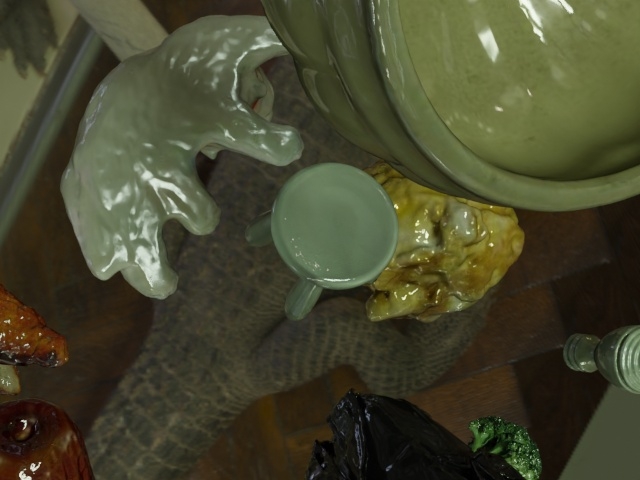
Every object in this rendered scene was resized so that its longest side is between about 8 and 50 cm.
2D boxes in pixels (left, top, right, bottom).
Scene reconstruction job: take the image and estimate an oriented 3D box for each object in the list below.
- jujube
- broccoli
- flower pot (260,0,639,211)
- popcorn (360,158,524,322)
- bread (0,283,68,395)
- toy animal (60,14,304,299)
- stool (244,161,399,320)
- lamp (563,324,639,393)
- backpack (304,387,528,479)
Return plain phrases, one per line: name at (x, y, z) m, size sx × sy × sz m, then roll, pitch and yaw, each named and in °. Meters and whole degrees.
jujube at (-0.318, 0.279, 0.994) m, size 0.190 × 0.190 × 0.255 m, roll 35°, pitch 134°, yaw 24°
broccoli at (0.346, 0.438, 1.848) m, size 0.195 × 0.156 × 0.195 m, roll 37°, pitch 138°, yaw 42°
flower pot at (0.081, -0.187, 0.465) m, size 0.307 × 0.307 × 0.244 m, roll -56°, pitch 39°, yaw 5°
popcorn at (0.209, -0.025, 1.909) m, size 0.354 × 0.390 × 0.344 m, roll 46°, pitch 131°, yaw -4°
bread at (-0.299, 0.014, 0.662) m, size 0.139 × 0.269 × 0.095 m, roll -22°, pitch 39°, yaw 46°
toy animal at (-0.163, -0.094, 1.071) m, size 0.188 × 0.266 × 0.308 m, roll -174°, pitch 83°, yaw -66°
stool at (0.000, 0.000, 1.472) m, size 0.195 × 0.199 × 0.195 m, roll -25°, pitch 82°, yaw -21°
lamp at (0.470, 0.187, 1.509) m, size 0.193 × 0.106 × 0.106 m, roll -7°, pitch 74°, yaw 64°
backpack at (0.153, 0.447, 1.520) m, size 0.445 × 0.255 × 0.363 m, roll 39°, pitch 116°, yaw 39°
